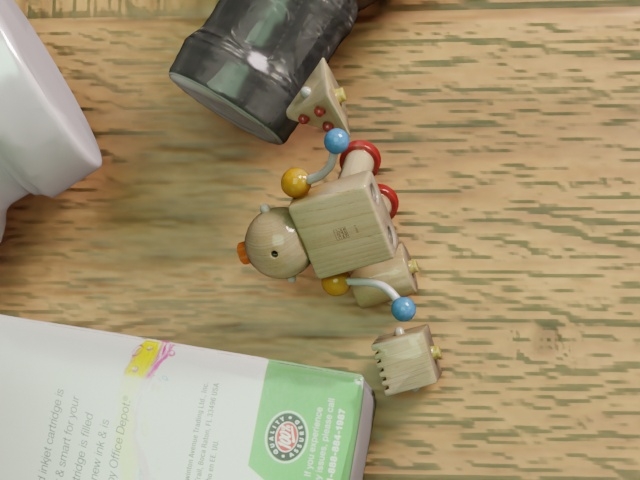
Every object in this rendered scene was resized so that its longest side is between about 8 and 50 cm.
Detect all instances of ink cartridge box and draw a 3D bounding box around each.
[{"bbox_3d":[-0.091,0.128,0.808,0.212,0.093,0.154,9,81,7],"label":"ink cartridge box"}]

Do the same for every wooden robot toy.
[{"bbox_3d":[0.000,0.000,0.823,0.079,0.076,0.173,-18,109,12],"label":"wooden robot toy"}]

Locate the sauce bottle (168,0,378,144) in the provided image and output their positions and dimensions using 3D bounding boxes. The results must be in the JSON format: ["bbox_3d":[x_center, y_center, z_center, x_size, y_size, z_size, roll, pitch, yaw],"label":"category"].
[{"bbox_3d":[0.040,-0.210,0.844,0.111,0.111,0.344,31,87,11],"label":"sauce bottle"}]

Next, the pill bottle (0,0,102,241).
[{"bbox_3d":[-0.254,-0.025,0.824,0.265,0.153,0.153,-29,78,1],"label":"pill bottle"}]
